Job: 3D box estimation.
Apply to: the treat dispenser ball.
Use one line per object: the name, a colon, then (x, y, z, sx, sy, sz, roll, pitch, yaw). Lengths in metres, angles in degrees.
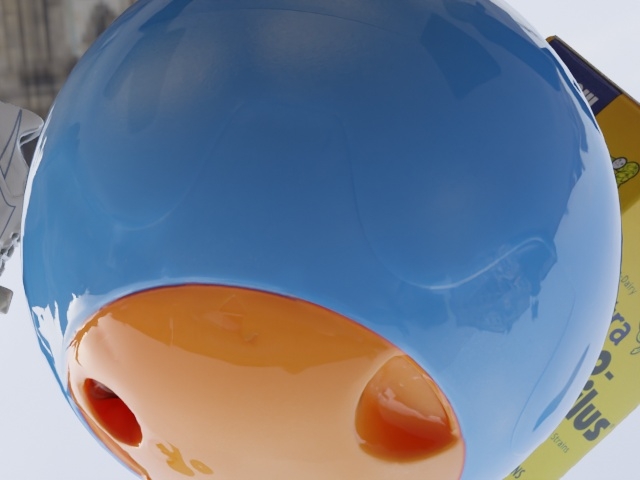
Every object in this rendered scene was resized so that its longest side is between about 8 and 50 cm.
treat dispenser ball: (0.000, 0.000, 0.849, 0.288, 0.288, 0.288, -1, -150, 0)

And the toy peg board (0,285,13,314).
toy peg board: (-0.291, 0.035, 0.996, 0.160, 0.079, 0.161, 3, 162, 47)

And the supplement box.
supplement box: (0.145, 0.052, 1.393, 0.356, 0.194, 0.195, -44, -136, 3)

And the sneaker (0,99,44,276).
sneaker: (-0.360, -0.024, 1.884, 0.129, 0.297, 0.111, 6, 164, -14)
